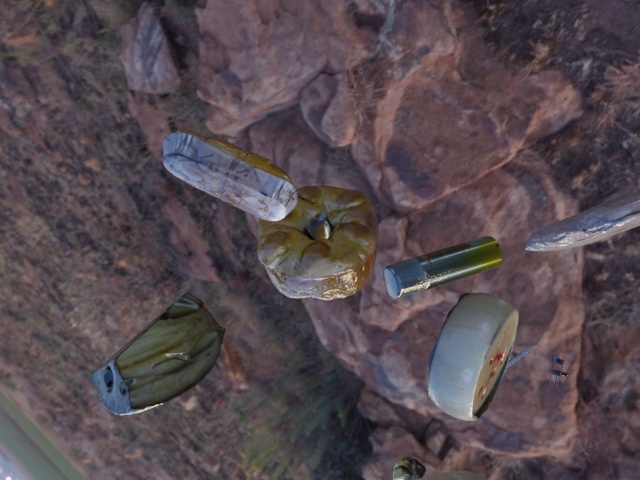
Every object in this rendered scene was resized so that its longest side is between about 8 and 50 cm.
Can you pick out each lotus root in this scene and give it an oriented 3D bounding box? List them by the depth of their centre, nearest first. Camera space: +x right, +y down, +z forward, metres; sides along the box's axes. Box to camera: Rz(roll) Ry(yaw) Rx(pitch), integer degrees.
[{"bbox_3d":[-0.378,0.280,1.387,0.210,0.314,0.142,51,135,9],"label":"lotus root"}]

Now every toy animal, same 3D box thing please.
[{"bbox_3d":[0.322,0.791,1.863,0.233,0.169,0.121,14,151,26],"label":"toy animal"}]

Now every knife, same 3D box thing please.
[{"bbox_3d":[0.435,0.325,1.454,0.015,0.210,0.028,53,169,26],"label":"knife"}]

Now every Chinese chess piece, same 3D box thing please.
[{"bbox_3d":[0.301,0.226,1.160,0.103,0.250,0.250,19,137,30],"label":"Chinese chess piece"}]

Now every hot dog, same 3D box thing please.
[{"bbox_3d":[-0.155,-0.113,1.017,0.252,0.069,0.131,24,148,-8],"label":"hot dog"}]

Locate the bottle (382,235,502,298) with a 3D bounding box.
[{"bbox_3d":[0.284,0.061,1.373,0.082,0.286,0.082,166,90,-71],"label":"bottle"}]

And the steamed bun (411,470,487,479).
[{"bbox_3d":[0.184,0.726,1.359,0.456,0.371,0.290,-40,56,38],"label":"steamed bun"}]

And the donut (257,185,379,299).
[{"bbox_3d":[0.000,0.000,1.362,0.299,0.317,0.150,21,135,36],"label":"donut"}]

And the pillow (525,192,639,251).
[{"bbox_3d":[0.529,-0.033,1.128,0.270,0.173,0.067,133,119,-77],"label":"pillow"}]

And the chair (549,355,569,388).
[{"bbox_3d":[0.611,0.336,1.511,0.037,0.042,0.086,18,108,53],"label":"chair"}]
